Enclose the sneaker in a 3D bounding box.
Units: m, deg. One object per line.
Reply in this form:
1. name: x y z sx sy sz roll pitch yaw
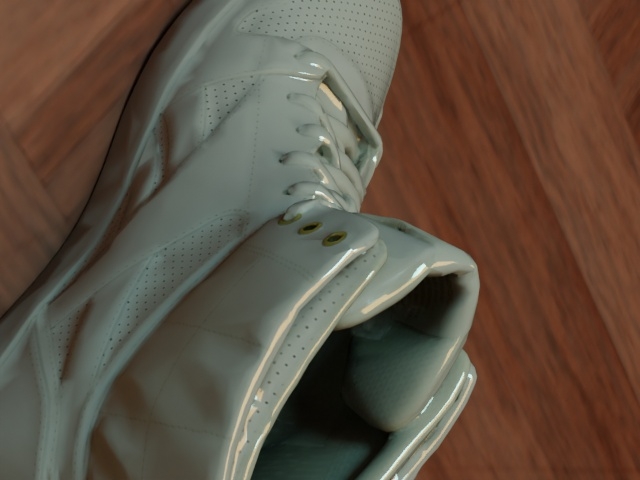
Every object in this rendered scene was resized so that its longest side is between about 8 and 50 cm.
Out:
1. sneaker: 0.000 0.000 0.621 0.108 0.169 0.292 52 52 -35
